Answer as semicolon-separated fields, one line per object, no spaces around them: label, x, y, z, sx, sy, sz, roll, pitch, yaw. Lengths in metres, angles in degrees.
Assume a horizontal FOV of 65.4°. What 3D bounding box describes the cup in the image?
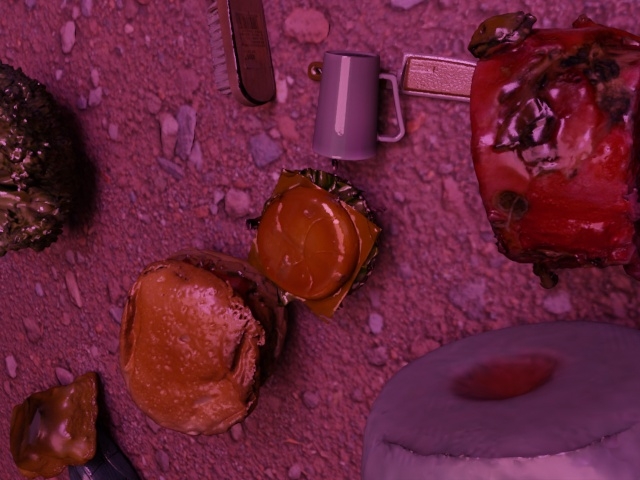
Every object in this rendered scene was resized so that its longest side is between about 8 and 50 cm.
cup;0.046;-0.148;0.561;0.104;0.074;0.116;6;116;3

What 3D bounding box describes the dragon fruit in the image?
dragon fruit;0.230;-0.071;0.430;0.147;0.211;0.282;-7;125;34

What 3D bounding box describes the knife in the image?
knife;0.099;-0.187;0.560;0.256;0.022;0.046;15;104;23

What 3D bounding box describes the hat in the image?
hat;-0.421;0.433;0.930;0.191;0.078;0.138;40;114;13

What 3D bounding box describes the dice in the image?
dice;0.209;0.241;0.464;0.265;0.268;0.262;-16;95;28

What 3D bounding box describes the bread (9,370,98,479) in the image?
bread;-0.501;0.346;0.921;0.233;0.088;0.160;-31;50;29

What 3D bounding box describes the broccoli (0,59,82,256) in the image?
broccoli;-0.498;-0.119;0.770;0.260;0.235;0.288;-23;87;4

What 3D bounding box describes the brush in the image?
brush;-0.119;-0.329;0.617;0.065;0.070;0.327;-1;100;37

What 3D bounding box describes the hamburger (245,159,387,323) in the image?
hamburger;-0.004;0.001;0.614;0.164;0.093;0.189;46;116;13

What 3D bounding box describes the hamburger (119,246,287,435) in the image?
hamburger;-0.157;0.126;0.684;0.245;0.163;0.244;3;100;20
